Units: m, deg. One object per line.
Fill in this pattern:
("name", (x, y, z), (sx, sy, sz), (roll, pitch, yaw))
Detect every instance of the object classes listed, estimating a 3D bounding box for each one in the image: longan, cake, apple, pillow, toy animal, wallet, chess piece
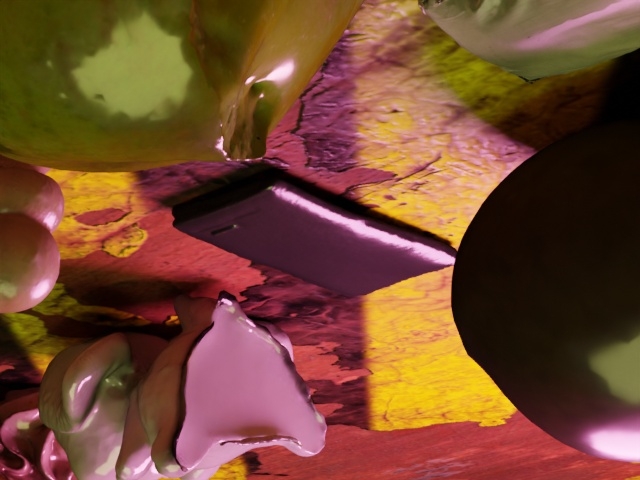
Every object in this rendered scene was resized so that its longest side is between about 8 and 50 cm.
("longan", (0.245, 0.035, 1.151), (0.300, 0.243, 0.300), (-13, 166, -3))
("cake", (-0.327, 0.250, 1.752), (0.185, 0.208, 0.178), (38, 111, -4))
("apple", (-0.074, -0.139, 0.687), (0.246, 0.226, 0.246), (1, 170, 0))
("pillow", (0.180, -0.149, 0.935), (0.229, 0.051, 0.128), (-16, 152, 37))
("toy animal", (-0.157, 0.150, 1.516), (0.289, 0.174, 0.249), (-12, 168, 22))
("wallet", (0.000, 0.001, 1.336), (0.124, 0.025, 0.244), (-19, 152, 37))
("chess piece", (-0.206, -0.034, 1.035), (0.094, 0.171, 0.094), (-2, 161, -1))
